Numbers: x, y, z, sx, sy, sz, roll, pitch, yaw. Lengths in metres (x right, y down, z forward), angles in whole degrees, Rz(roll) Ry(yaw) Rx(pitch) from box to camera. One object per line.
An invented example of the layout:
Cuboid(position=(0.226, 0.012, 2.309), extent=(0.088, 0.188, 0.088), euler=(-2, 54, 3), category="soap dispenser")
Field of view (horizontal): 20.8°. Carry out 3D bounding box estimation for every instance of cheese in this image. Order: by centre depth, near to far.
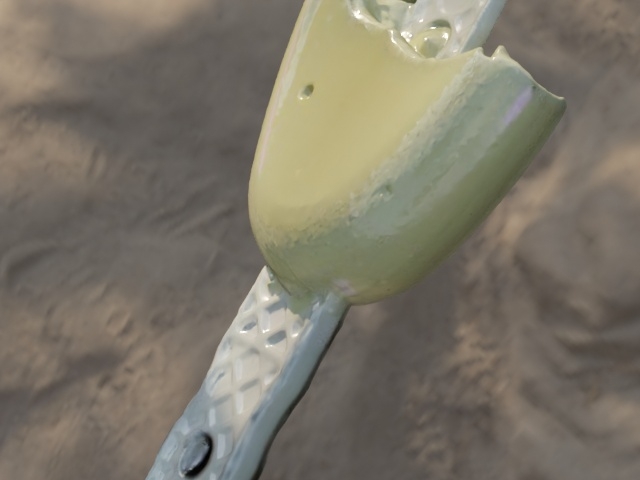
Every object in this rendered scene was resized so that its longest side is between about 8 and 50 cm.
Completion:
Cuboid(position=(0.001, 0.000, 0.594), extent=(0.050, 0.235, 0.127), euler=(33, -4, -39), category="cheese")
